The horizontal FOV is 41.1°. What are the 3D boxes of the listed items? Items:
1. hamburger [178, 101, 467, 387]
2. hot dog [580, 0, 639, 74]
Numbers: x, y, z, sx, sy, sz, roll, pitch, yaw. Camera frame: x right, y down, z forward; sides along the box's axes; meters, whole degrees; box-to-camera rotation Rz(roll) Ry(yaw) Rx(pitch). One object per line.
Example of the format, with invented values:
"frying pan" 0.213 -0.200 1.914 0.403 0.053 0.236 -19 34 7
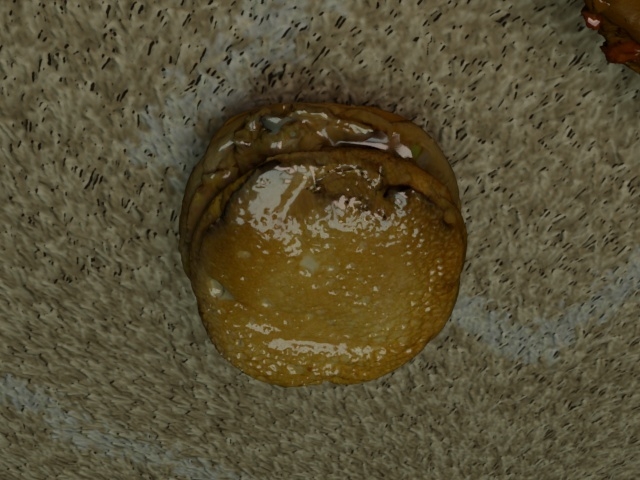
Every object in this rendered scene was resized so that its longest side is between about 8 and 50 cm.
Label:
"hamburger" 0.000 0.000 0.874 0.289 0.170 0.314 1 129 -7
"hot dog" 0.257 -0.226 0.713 0.349 0.158 0.117 34 139 -30
